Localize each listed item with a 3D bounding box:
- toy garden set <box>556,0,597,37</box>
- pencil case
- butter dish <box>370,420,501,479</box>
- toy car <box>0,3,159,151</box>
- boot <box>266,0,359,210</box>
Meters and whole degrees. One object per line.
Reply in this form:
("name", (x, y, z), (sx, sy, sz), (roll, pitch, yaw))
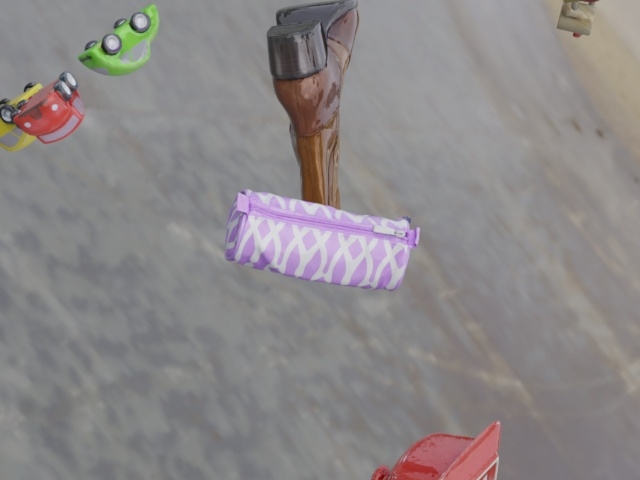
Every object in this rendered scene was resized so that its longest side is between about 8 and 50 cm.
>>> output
("toy garden set", (0.234, -0.275, 1.259), (0.049, 0.204, 0.244), (13, -12, 7))
("pencil case", (0.000, 0.000, 1.530), (0.206, 0.088, 0.086), (8, 66, -15))
("butter dish", (0.107, 0.267, 1.496), (0.118, 0.160, 0.160), (19, 29, 27))
("toy car", (-0.246, -0.165, 1.491), (0.053, 0.225, 0.239), (55, -23, -17))
("boot", (0.013, -0.140, 1.732), (0.264, 0.096, 0.280), (-77, 159, -68))
